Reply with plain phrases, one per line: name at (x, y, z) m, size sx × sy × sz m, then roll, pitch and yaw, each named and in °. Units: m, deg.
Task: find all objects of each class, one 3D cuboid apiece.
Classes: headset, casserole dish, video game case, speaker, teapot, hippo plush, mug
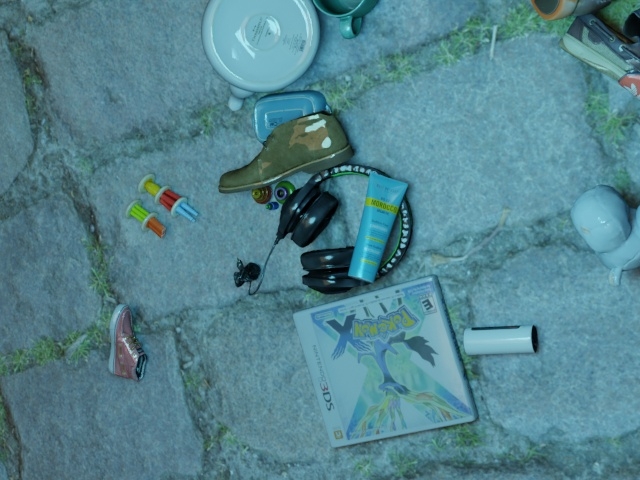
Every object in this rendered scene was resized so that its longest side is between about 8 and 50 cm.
headset at (0.000, 0.000, 1.986) m, size 0.394 × 0.185 × 0.243 m, roll -26°, pitch 89°, yaw 10°
casserole dish at (-0.067, -0.253, 2.017) m, size 0.188 × 0.037 × 0.114 m, roll -2°, pitch 95°, yaw 26°
video game case at (0.127, 0.253, 1.987) m, size 0.329 × 0.036 × 0.300 m, roll -17°, pitch 89°, yaw 25°
speaker at (0.348, 0.192, 1.867) m, size 0.136 × 0.055 × 0.055 m, roll -5°, pitch 94°, yaw 26°
teapot at (-0.122, -0.423, 1.950) m, size 0.256 × 0.187 × 0.252 m, roll -28°, pitch 104°, yaw -1°
hippo plush at (0.574, -0.058, 1.682) m, size 0.294 × 0.234 × 0.236 m, roll 36°, pitch 139°, yaw -27°
mug at (0.050, -0.487, 1.900) m, size 0.129 × 0.097 × 0.157 m, roll 31°, pitch 109°, yaw 18°

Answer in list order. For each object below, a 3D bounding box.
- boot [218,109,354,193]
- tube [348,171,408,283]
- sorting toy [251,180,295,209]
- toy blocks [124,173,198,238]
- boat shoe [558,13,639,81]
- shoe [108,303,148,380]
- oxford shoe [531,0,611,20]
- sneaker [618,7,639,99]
boot at (-0.087, -0.178, 1.979) m, size 0.305 × 0.112 × 0.115 m, roll -18°, pitch 106°, yaw 23°
tube at (0.106, -0.023, 1.874) m, size 0.080 × 0.052 × 0.207 m, roll 18°, pitch 84°, yaw -21°
sorting toy at (-0.105, -0.094, 2.050) m, size 0.102 × 0.042 × 0.061 m, roll 0°, pitch 96°, yaw 25°
toy blocks at (-0.351, -0.060, 2.162) m, size 0.148 × 0.054 × 0.123 m, roll 35°, pitch 109°, yaw 17°
boat shoe at (0.555, -0.314, 1.687) m, size 0.285 × 0.103 × 0.092 m, roll 34°, pitch 114°, yaw 24°
shoe at (-0.438, 0.236, 2.236) m, size 0.081 × 0.063 × 0.178 m, roll 14°, pitch 107°, yaw 21°
oxford shoe at (0.414, -0.560, 1.729) m, size 0.130 × 0.133 × 0.363 m, roll 138°, pitch 121°, yaw -67°
sneaker at (0.588, -0.383, 1.587) m, size 0.148 × 0.131 × 0.350 m, roll 20°, pitch 79°, yaw 2°
